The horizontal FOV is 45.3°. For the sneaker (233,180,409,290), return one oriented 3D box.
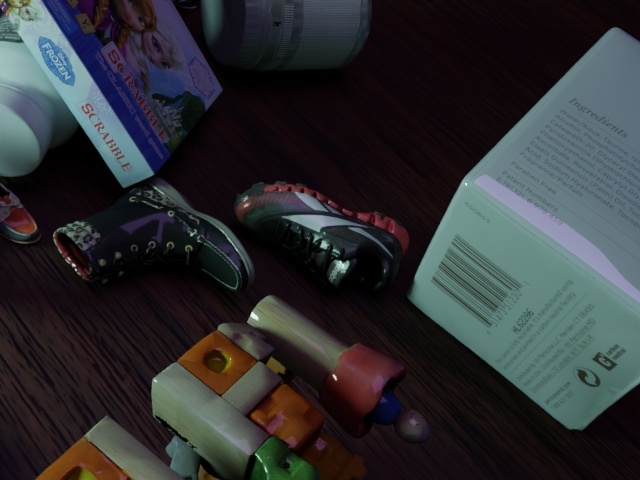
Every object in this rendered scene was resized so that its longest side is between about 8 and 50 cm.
[{"bbox_3d":[0.000,0.000,1.138,0.276,0.097,0.135,18,42,-9],"label":"sneaker"}]

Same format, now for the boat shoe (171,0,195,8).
[{"bbox_3d":[-0.294,-0.486,1.477,0.095,0.079,0.254,19,33,17],"label":"boat shoe"}]

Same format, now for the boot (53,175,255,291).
[{"bbox_3d":[-0.223,0.020,1.036,0.236,0.085,0.178,38,48,22],"label":"boot"}]

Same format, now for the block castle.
[{"bbox_3d":[-0.101,0.286,0.687,0.213,0.303,0.453,33,44,18],"label":"block castle"}]

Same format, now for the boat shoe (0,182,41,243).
[{"bbox_3d":[-0.431,-0.048,1.037,0.137,0.043,0.049,40,44,13],"label":"boat shoe"}]

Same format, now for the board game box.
[{"bbox_3d":[-0.293,-0.290,1.135,0.319,0.066,0.318,60,26,-25],"label":"board game box"}]

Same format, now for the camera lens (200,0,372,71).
[{"bbox_3d":[-0.058,-0.428,1.427,0.274,0.219,0.219,-10,54,-30],"label":"camera lens"}]

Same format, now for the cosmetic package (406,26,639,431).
[{"bbox_3d":[0.392,-0.015,1.096,0.327,0.329,0.393,39,63,15],"label":"cosmetic package"}]

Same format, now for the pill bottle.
[{"bbox_3d":[-0.421,-0.244,1.129,0.176,0.176,0.318,16,45,-9],"label":"pill bottle"}]
